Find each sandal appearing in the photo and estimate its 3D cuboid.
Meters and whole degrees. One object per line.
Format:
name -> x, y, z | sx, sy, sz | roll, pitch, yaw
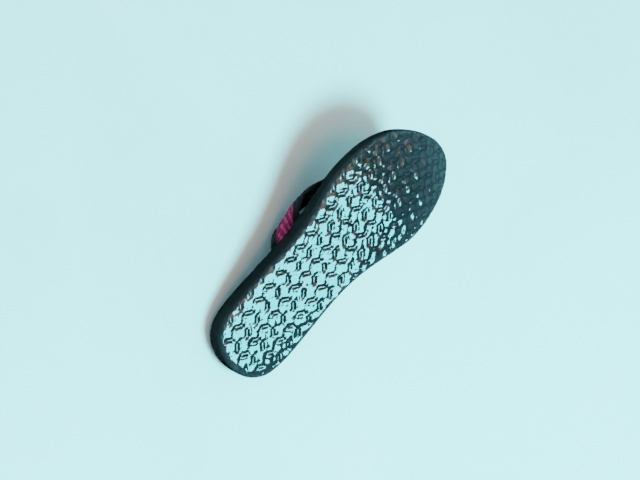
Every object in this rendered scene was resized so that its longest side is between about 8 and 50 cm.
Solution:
sandal -> 0.000, 0.000, 0.753 | 0.179, 0.040, 0.067 | -46, 120, -12
